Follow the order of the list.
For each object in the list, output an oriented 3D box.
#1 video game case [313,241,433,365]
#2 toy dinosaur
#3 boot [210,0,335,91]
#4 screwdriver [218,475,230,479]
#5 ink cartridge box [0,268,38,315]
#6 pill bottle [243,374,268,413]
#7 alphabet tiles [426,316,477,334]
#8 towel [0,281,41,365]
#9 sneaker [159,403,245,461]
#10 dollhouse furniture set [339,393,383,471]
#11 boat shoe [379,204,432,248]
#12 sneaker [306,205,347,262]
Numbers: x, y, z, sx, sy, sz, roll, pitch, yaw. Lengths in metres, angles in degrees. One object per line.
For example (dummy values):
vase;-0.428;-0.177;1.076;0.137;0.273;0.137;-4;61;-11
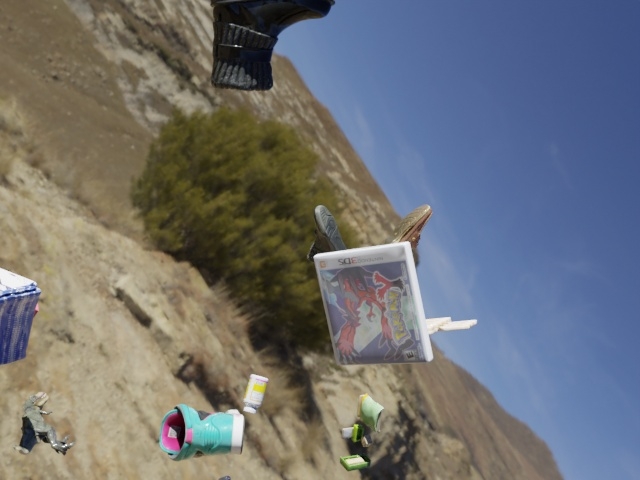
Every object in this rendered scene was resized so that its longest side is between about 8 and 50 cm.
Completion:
video game case;0.086;0.111;1.189;0.023;0.183;0.202;-21;100;-55
toy dinosaur;-0.592;0.415;1.504;0.118;0.064;0.268;36;-1;-20
boot;-0.127;-0.533;1.876;0.131;0.347;0.260;-115;-160;-77
screwdriver;-0.319;0.737;2.131;0.024;0.025;0.170;53;-44;-1
ink cartridge box;-1.001;0.163;2.150;0.237;0.100;0.172;30;13;-37
pill bottle;-0.151;0.353;1.616;0.043;0.083;0.043;15;-13;4
alphabet tiles;0.215;0.202;1.632;0.284;0.277;0.021;4;78;-71
towel;-0.685;0.202;1.280;0.040;0.335;0.243;50;-47;23
sneaker;-0.276;0.442;1.609;0.295;0.178;0.124;129;-34;-70
dollhouse furniture set;0.081;0.405;1.486;0.076;0.058;0.152;30;-64;59
boat shoe;0.208;-0.009;1.687;0.060;0.178;0.064;42;0;-18
sneaker;0.000;0.000;2.212;0.228;0.130;0.087;66;33;-27
